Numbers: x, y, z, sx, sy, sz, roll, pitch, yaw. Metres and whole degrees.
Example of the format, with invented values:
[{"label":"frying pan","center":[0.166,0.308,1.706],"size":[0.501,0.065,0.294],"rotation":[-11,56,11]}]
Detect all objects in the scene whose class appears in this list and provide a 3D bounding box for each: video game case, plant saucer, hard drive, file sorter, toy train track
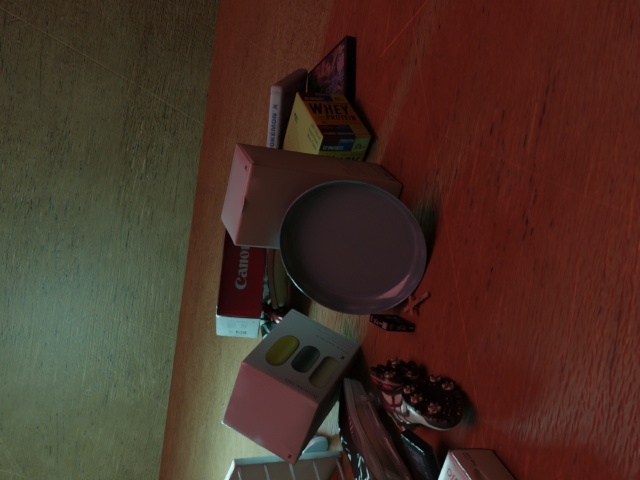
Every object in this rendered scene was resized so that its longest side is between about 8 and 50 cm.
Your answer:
[{"label":"video game case","center":[0.024,-0.413,1.956],"size":[0.275,0.035,0.248],"rotation":[156,118,-64]},{"label":"video game case","center":[-0.100,-0.326,1.978],"size":[0.329,0.036,0.300],"rotation":[-64,-18,-66]},{"label":"plant saucer","center":[0.069,0.013,1.452],"size":[0.044,0.317,0.318],"rotation":[-61,-7,-59]},{"label":"hard drive","center":[0.196,0.426,1.264],"size":[0.094,0.022,0.135],"rotation":[17,129,67]},{"label":"file sorter","center":[-0.082,0.638,1.626],"size":[0.193,0.277,0.173],"rotation":[-66,33,35]},{"label":"toy train track","center":[0.203,0.130,1.420],"size":[0.083,0.014,0.048],"rotation":[-47,35,47]}]

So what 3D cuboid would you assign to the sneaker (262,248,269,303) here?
[{"label":"sneaker","center":[-0.236,0.071,2.314],"size":[0.236,0.130,0.323],"rotation":[-33,60,56]}]

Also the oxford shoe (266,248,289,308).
[{"label":"oxford shoe","center":[-0.088,0.028,1.971],"size":[0.123,0.130,0.349],"rotation":[-140,54,-86]}]

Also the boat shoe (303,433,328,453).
[{"label":"boat shoe","center":[-0.036,0.537,1.804],"size":[0.183,0.065,0.083],"rotation":[119,147,-44]}]

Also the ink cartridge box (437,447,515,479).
[{"label":"ink cartridge box","center":[0.250,0.475,1.117],"size":[0.158,0.092,0.218],"rotation":[-129,48,-59]}]

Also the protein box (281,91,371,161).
[{"label":"protein box","center":[0.008,-0.246,1.770],"size":[0.201,0.135,0.200],"rotation":[109,147,-40]}]

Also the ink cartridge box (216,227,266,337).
[{"label":"ink cartridge box","center":[-0.225,0.095,1.971],"size":[0.272,0.130,0.310],"rotation":[108,166,-66]}]

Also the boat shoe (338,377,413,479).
[{"label":"boat shoe","center":[0.108,0.423,1.476],"size":[0.320,0.103,0.118],"rotation":[-115,28,-59]}]

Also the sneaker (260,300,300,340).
[{"label":"sneaker","center":[-0.145,0.257,2.093],"size":[0.276,0.097,0.135],"rotation":[14,94,66]}]

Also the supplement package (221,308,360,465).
[{"label":"supplement package","center":[-0.065,0.336,1.605],"size":[0.262,0.199,0.198],"rotation":[-43,-24,-58]}]

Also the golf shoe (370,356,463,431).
[{"label":"golf shoe","center":[0.194,0.318,1.317],"size":[0.273,0.105,0.120],"rotation":[-159,56,-69]}]

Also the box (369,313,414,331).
[{"label":"box","center":[0.152,0.176,1.456],"size":[0.083,0.067,0.018],"rotation":[-159,75,-67]}]

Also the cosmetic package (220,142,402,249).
[{"label":"cosmetic package","center":[-0.023,-0.088,1.556],"size":[0.155,0.365,0.197],"rotation":[-126,48,-58]}]
